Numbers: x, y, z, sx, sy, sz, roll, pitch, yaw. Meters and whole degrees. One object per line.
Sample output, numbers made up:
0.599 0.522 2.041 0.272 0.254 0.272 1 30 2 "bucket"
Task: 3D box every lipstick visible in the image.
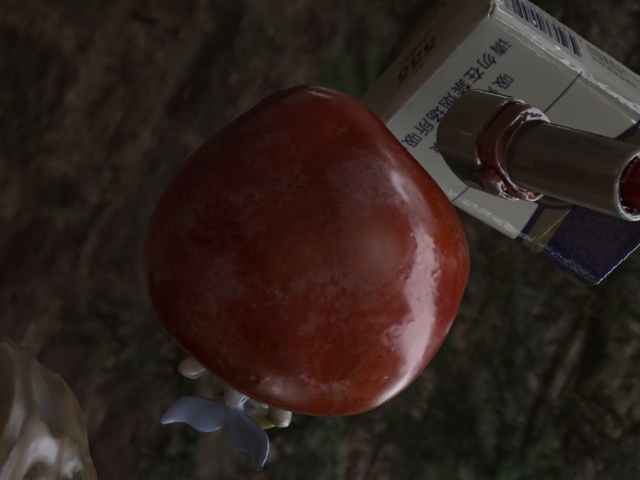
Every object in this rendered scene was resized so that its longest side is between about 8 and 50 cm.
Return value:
0.148 -0.042 0.890 0.057 0.063 0.186 -51 -145 -12 "lipstick"

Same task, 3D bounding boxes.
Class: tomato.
0.000 0.000 0.836 0.187 0.187 0.151 -105 -157 -55 "tomato"

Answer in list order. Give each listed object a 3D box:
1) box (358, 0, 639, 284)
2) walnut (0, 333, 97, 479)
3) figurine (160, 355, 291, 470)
0.177 -0.083 1.230 0.168 0.259 0.071 -47 -154 30 "box"
-0.268 0.175 0.992 0.227 0.273 0.273 -11 -131 20 "walnut"
-0.042 0.096 1.289 0.208 0.128 0.184 -55 161 -28 "figurine"
